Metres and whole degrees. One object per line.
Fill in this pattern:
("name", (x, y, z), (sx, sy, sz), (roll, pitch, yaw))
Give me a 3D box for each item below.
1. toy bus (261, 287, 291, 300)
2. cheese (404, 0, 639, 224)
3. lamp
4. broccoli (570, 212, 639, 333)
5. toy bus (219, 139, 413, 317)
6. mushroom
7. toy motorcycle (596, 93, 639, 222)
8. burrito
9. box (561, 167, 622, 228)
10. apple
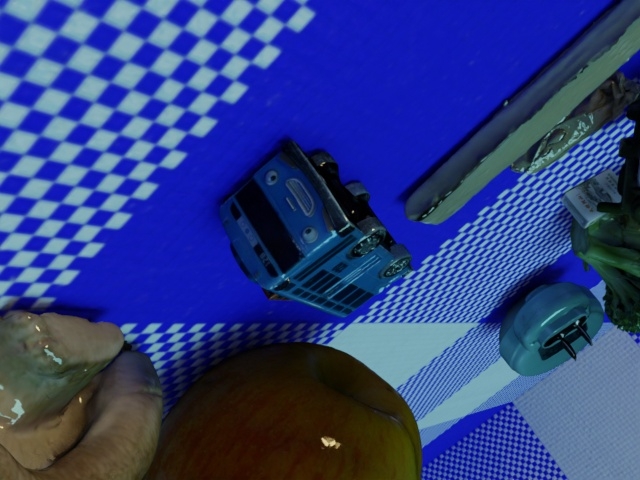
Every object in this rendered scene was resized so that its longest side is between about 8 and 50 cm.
("toy bus", (-0.018, 0.041, 0.748), (0.043, 0.031, 0.110), (-36, 158, 22))
("cheese", (0.235, -0.151, 0.708), (0.400, 0.034, 0.085), (-43, 160, 21))
("lamp", (0.430, 0.160, 1.413), (0.209, 0.147, 0.284), (-37, 165, 1))
("broccoli", (0.491, 0.006, 1.128), (0.241, 0.269, 0.261), (8, 170, -8))
("toy bus", (0.000, 0.000, 0.618), (0.106, 0.090, 0.184), (-36, 157, 10))
("mushroom", (-0.207, 0.152, 0.562), (0.156, 0.151, 0.285), (-39, 156, 15))
("toy motorcycle", (0.419, -0.099, 0.806), (0.275, 0.205, 0.127), (-44, 138, -54))
("burrito", (0.264, -0.120, 0.792), (0.055, 0.041, 0.149), (16, 130, -44))
("box", (0.386, -0.059, 1.052), (0.083, 0.054, 0.024), (-28, 160, -14))
("apple", (-0.027, 0.239, 0.831), (0.301, 0.302, 0.301), (-28, 156, -14))
